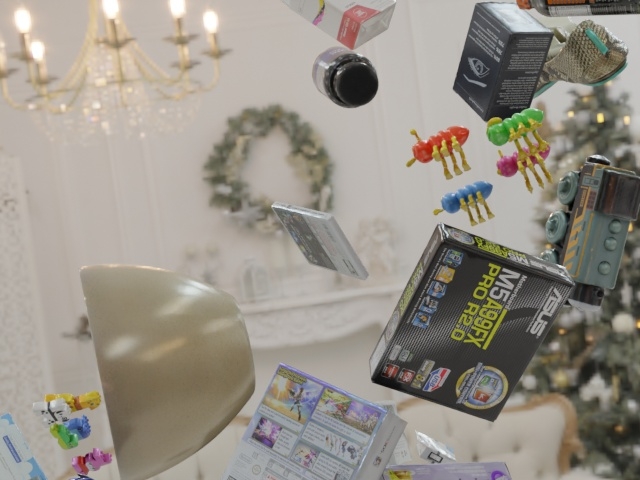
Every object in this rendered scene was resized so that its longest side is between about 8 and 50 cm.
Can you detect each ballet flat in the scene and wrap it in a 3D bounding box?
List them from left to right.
[{"bbox_3d":[0.548,-0.438,2.220,0.164,0.182,0.483,-40,8,-1],"label":"ballet flat"}]

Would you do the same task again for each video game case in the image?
[{"bbox_3d":[-0.021,0.345,1.522,0.061,0.244,0.269,35,-12,-39],"label":"video game case"},{"bbox_3d":[0.000,0.000,2.034,0.173,0.190,0.022,15,58,43],"label":"video game case"}]

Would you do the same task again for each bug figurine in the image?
[{"bbox_3d":[0.254,-0.123,1.504,0.216,0.072,0.279,-21,-28,11],"label":"bug figurine"}]

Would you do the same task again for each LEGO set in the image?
[{"bbox_3d":[-0.446,0.337,1.803,0.093,0.227,0.087,-17,45,-1],"label":"LEGO set"}]

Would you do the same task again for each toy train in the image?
[{"bbox_3d":[0.565,-0.013,2.026,0.142,0.334,0.190,13,5,-15],"label":"toy train"}]

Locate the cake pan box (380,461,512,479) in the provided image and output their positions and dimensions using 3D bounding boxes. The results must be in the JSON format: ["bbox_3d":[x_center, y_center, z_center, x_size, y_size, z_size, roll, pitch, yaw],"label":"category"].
[{"bbox_3d":[0.156,0.464,1.594,0.245,0.070,0.267,7,-48,-26],"label":"cake pan box"}]

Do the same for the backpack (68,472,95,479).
[{"bbox_3d":[-0.241,0.329,1.025,0.173,0.117,0.158,-14,39,30],"label":"backpack"}]

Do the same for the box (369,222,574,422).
[{"bbox_3d":[0.223,0.129,1.467,0.216,0.270,0.060,20,25,-10],"label":"box"}]

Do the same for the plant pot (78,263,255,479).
[{"bbox_3d":[-0.192,0.156,1.250,0.191,0.284,0.284,-11,4,-15],"label":"plant pot"}]

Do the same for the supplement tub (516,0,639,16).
[{"bbox_3d":[0.386,-0.386,1.408,0.190,0.117,0.117,5,8,23],"label":"supplement tub"}]

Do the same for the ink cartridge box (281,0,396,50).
[{"bbox_3d":[0.025,-0.445,1.777,0.198,0.067,0.115,37,50,18],"label":"ink cartridge box"}]

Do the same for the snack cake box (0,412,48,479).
[{"bbox_3d":[-0.468,0.400,1.445,0.089,0.152,0.264,-24,-32,-31],"label":"snack cake box"}]

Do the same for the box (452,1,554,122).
[{"bbox_3d":[0.376,-0.370,2.012,0.108,0.207,0.153,-6,39,-23],"label":"box"}]

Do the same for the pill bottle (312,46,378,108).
[{"bbox_3d":[0.059,-0.362,2.157,0.123,0.123,0.219,-8,18,-10],"label":"pill bottle"}]

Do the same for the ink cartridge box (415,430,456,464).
[{"bbox_3d":[0.210,0.396,1.816,0.083,0.028,0.048,29,14,-10],"label":"ink cartridge box"}]

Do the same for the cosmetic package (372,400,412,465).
[{"bbox_3d":[0.091,0.468,2.232,0.183,0.151,0.151,-21,-14,16],"label":"cosmetic package"}]
